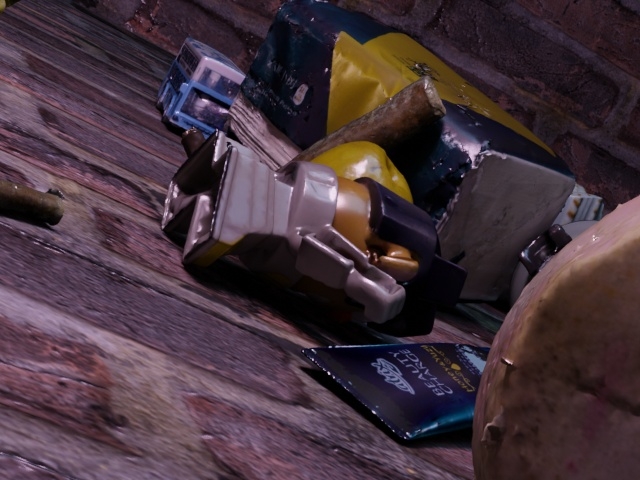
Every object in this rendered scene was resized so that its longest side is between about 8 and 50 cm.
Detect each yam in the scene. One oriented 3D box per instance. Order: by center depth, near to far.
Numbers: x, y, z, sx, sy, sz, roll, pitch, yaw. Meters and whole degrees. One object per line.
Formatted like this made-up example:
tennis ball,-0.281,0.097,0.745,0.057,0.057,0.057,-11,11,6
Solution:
yam,-0.253,-0.040,0.991,0.129,0.027,0.033,22,50,-52
yam,0.027,-0.108,1.562,0.061,0.274,0.061,56,13,-20

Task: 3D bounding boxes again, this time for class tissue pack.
tissue pack,0.101,-0.118,1.751,0.264,0.253,0.416,7,31,-48

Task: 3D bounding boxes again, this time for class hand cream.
hand cream,0.098,0.129,1.114,0.120,0.061,0.270,40,20,30

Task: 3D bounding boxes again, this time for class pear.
pear,0.030,-0.032,1.489,0.149,0.162,0.149,44,15,-15

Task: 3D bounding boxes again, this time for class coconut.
coconut,0.267,0.134,0.735,0.353,0.352,0.352,29,8,-4

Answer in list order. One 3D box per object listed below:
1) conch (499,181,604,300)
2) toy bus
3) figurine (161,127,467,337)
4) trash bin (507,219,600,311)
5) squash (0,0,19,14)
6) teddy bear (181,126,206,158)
conch,0.300,-0.004,2.065,0.319,0.215,0.303,-2,2,1
toy bus,-0.193,-0.242,2.083,0.106,0.131,0.297,26,8,-17
figurine,0.002,-0.001,1.242,0.308,0.143,0.308,22,28,-13
trash bin,0.344,0.091,1.573,0.277,0.217,0.262,54,8,-1
squash,-0.492,-0.325,1.779,0.090,0.075,0.200,13,18,39
teddy bear,-0.129,-0.074,1.489,0.119,0.078,0.160,63,-1,-5
